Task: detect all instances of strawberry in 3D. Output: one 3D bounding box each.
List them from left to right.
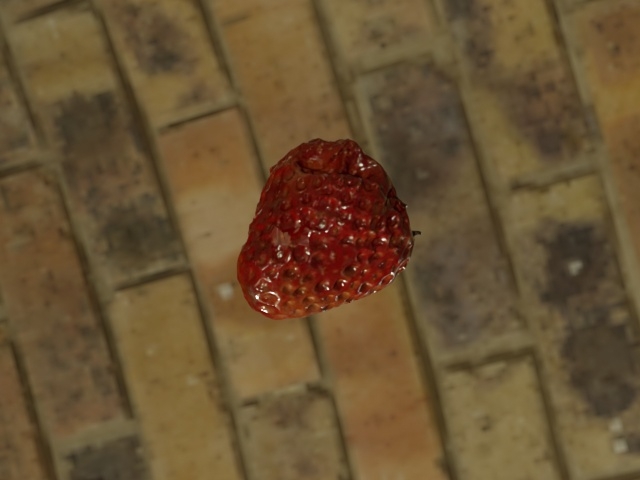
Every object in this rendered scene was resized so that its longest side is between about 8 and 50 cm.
[{"bbox_3d":[0.000,0.000,0.749,0.083,0.073,0.073,-51,-53,-38],"label":"strawberry"}]
